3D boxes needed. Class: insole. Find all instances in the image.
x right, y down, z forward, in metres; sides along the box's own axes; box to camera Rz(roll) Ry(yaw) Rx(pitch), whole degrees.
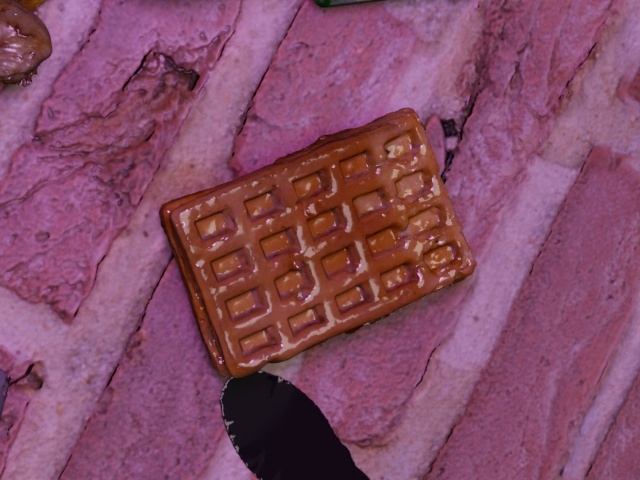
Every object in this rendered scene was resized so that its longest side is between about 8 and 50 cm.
[{"bbox_3d":[0.000,0.272,2.006,0.109,0.007,0.322,-47,107,-8],"label":"insole"}]

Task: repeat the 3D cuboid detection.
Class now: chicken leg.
[{"bbox_3d":[-0.391,-0.224,1.793,0.227,0.088,0.103,19,125,-4],"label":"chicken leg"}]

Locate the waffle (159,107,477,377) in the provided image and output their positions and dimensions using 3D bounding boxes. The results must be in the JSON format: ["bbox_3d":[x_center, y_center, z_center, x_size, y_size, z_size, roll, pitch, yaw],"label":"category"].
[{"bbox_3d":[0.000,0.000,1.939,0.327,0.098,0.224,-22,103,-15],"label":"waffle"}]

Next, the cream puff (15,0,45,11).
[{"bbox_3d":[-0.307,-0.284,1.829,0.083,0.058,0.083,-11,100,-19],"label":"cream puff"}]

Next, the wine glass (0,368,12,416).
[{"bbox_3d":[-0.436,0.253,1.787,0.143,0.143,0.321,28,85,-19],"label":"wine glass"}]

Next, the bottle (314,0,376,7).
[{"bbox_3d":[0.147,-0.331,1.962,0.330,0.093,0.093,-12,98,-18],"label":"bottle"}]
